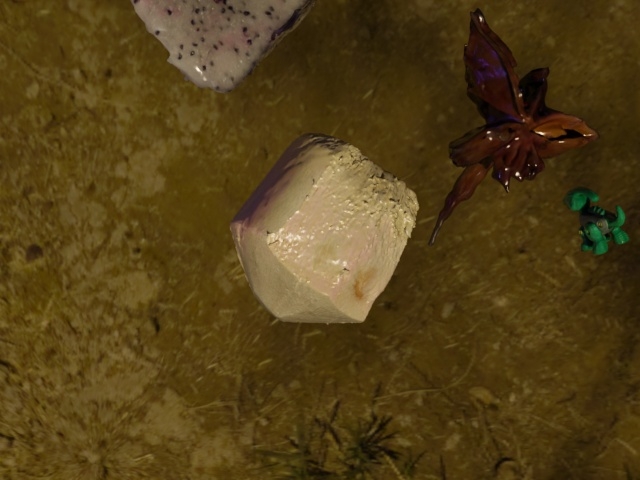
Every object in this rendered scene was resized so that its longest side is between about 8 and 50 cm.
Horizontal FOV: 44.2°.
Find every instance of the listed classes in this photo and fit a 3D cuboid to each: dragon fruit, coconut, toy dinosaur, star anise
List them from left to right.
[{"bbox_3d":[-0.084,-0.342,0.903,0.221,0.283,0.204,37,43,-13],"label":"dragon fruit"},{"bbox_3d":[0.000,0.000,1.375,0.297,0.297,0.310,32,82,-5],"label":"coconut"},{"bbox_3d":[0.138,-0.082,0.675,0.158,0.144,0.141,32,64,-20],"label":"star anise"},{"bbox_3d":[0.403,-0.034,1.152,0.059,0.132,0.096,-26,98,-12],"label":"toy dinosaur"}]
